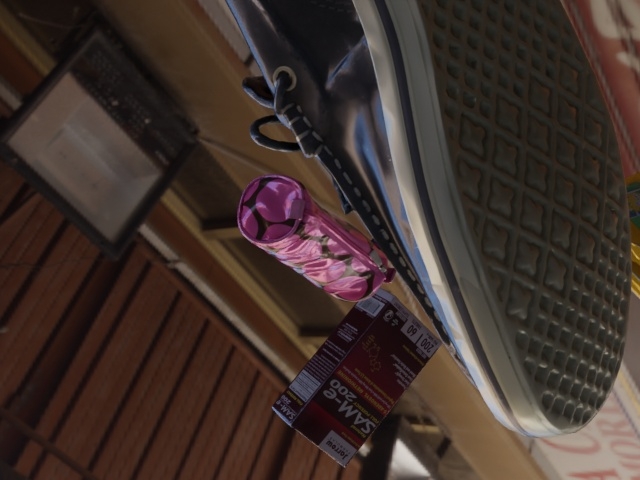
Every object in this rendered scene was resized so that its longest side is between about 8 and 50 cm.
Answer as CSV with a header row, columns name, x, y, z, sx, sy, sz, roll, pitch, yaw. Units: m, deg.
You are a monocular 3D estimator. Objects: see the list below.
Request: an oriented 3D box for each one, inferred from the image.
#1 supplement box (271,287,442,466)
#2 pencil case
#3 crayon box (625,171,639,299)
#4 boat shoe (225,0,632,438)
name,x,y,z,sx,sy,sz,roll,pitch,yaw
supplement box,0.057,0.200,1.259,0.130,0.073,0.239,43,-98,-29
pencil case,0.000,0.000,0.967,0.209,0.098,0.095,32,-102,-50
crayon box,0.497,-0.007,1.150,0.322,0.203,0.083,-22,-31,-27
boat shoe,0.047,-0.112,0.532,0.186,0.156,0.500,-29,-85,-39
